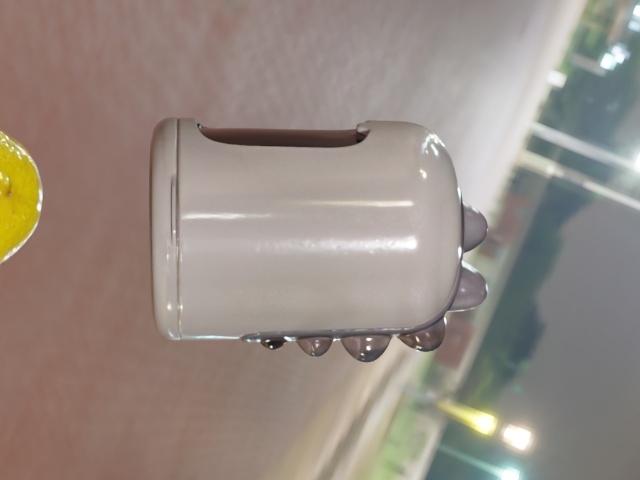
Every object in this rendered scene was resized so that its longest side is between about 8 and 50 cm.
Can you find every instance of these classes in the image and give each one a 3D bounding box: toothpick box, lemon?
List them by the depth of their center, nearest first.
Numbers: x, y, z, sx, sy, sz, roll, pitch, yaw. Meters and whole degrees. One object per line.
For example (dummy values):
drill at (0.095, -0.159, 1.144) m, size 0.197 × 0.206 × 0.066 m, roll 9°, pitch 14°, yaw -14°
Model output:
toothpick box at (0.000, 0.000, 1.478) m, size 0.229 × 0.316 × 0.229 m, roll 180°, pitch -90°, yaw -86°
lemon at (-0.419, -0.050, 1.843) m, size 0.203 × 0.178 × 0.178 m, roll -11°, pitch -136°, yaw 48°
